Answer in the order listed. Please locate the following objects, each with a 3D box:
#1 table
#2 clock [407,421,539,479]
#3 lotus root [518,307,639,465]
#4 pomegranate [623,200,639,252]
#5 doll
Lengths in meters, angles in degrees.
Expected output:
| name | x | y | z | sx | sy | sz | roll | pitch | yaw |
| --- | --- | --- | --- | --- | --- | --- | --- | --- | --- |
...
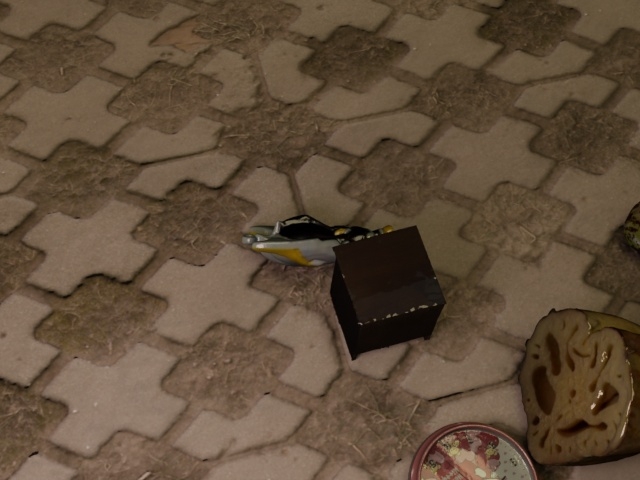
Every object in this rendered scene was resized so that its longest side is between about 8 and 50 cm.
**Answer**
| name | x | y | z | sx | sy | sz | roll | pitch | yaw |
| --- | --- | --- | --- | --- | --- | --- | --- | --- | --- |
| table | 0.119 | 0.102 | 1.738 | 0.169 | 0.193 | 0.173 | -14 | 64 | -9 |
| clock | 0.280 | 0.447 | 1.646 | 0.244 | 0.056 | 0.245 | 2 | 61 | -4 |
| lotus root | 0.535 | 0.252 | 1.636 | 0.249 | 0.316 | 0.316 | 3 | 62 | -19 |
| pomegranate | 0.686 | -0.046 | 1.869 | 0.138 | 0.125 | 0.163 | -41 | 115 | -15 |
| doll | -0.001 | 0.000 | 1.832 | 0.316 | 0.103 | 0.146 | -2 | 39 | -7 |
